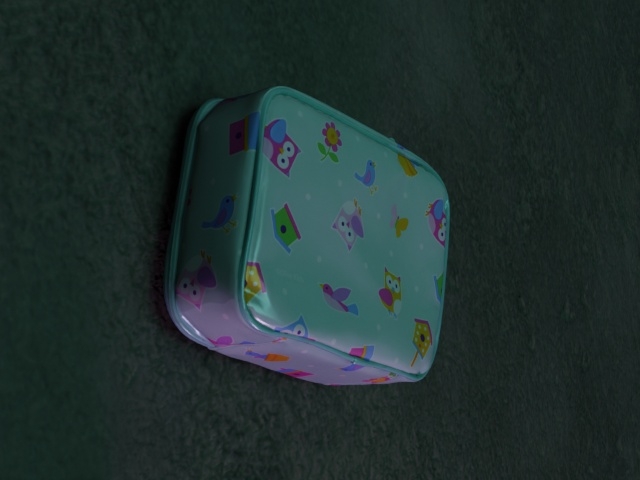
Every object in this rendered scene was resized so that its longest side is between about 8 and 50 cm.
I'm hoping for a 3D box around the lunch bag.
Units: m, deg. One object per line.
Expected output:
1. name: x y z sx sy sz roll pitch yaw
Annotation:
1. lunch bag: 0.000 0.000 0.890 0.279 0.108 0.224 24 64 -48
